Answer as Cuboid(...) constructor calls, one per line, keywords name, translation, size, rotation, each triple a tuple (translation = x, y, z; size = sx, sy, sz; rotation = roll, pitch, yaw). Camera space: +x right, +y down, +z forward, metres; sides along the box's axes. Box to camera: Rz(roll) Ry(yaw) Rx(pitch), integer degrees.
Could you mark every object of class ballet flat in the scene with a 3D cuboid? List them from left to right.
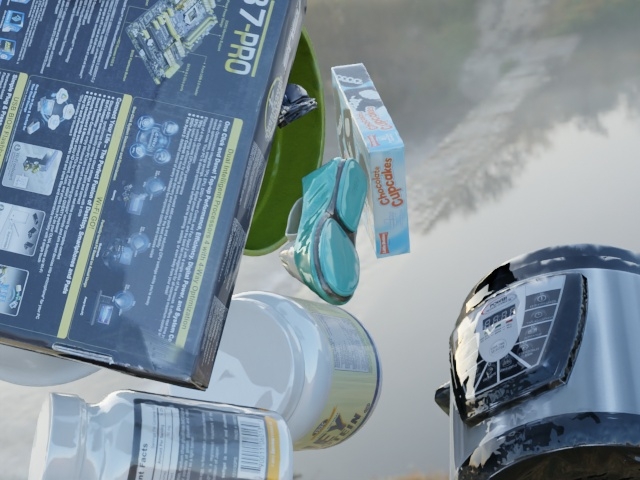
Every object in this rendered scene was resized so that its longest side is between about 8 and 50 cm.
Cuboid(name="ballet flat", translation=(0.000, 0.000, 1.317), size=(0.087, 0.083, 0.247), rotation=(-26, 29, 25))

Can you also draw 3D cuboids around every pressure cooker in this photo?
Cuboid(name="pressure cooker", translation=(0.348, 0.213, 1.587), size=(0.369, 0.375, 0.420), rotation=(8, 44, 0))

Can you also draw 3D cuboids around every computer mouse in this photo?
Cuboid(name="computer mouse", translation=(-0.044, -0.172, 1.494), size=(0.071, 0.041, 0.242), rotation=(-27, 9, -1))

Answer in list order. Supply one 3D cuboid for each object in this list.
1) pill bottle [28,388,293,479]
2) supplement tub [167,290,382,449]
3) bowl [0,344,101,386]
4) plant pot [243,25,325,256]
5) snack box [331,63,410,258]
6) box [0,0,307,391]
Cuboid(name="pill bottle", translation=(-0.183, 0.257, 1.355), size=(0.278, 0.162, 0.162), rotation=(11, 7, -19))
Cuboid(name="supplement tub", translation=(-0.064, 0.198, 1.760), size=(0.235, 0.235, 0.325), rotation=(-7, -9, 22))
Cuboid(name="bowl", translation=(-0.324, 0.007, 1.325), size=(0.297, 0.298, 0.134), rotation=(-9, -22, 13))
Cuboid(name="plant pot", translation=(-0.234, -0.170, 1.711), size=(0.353, 0.366, 0.366), rotation=(3, 21, 28))
Cuboid(name="snack box", translation=(0.078, -0.133, 1.877), size=(0.060, 0.187, 0.322), rotation=(-10, 31, -5))
Cuboid(name="box", translation=(-0.211, -0.090, 1.078), size=(0.318, 0.395, 0.097), rotation=(11, -12, 9))
